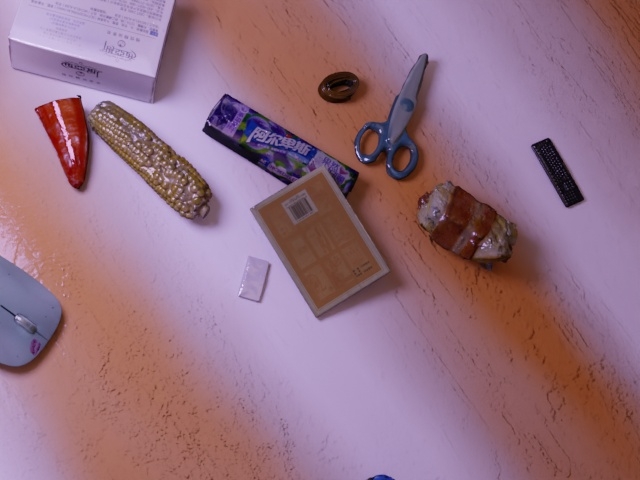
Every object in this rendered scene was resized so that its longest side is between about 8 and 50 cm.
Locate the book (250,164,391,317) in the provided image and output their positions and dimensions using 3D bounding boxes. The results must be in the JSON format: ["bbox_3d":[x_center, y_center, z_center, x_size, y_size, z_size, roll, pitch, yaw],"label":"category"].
[{"bbox_3d":[0.000,0.000,1.837,0.170,0.018,0.242,-31,89,-7],"label":"book"}]

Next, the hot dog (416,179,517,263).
[{"bbox_3d":[0.284,-0.026,1.913,0.213,0.103,0.146,38,45,5],"label":"hot dog"}]

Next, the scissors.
[{"bbox_3d":[0.168,-0.264,1.995,0.138,0.041,0.289,25,71,-7],"label":"scissors"}]

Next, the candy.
[{"bbox_3d":[-0.076,-0.169,1.887,0.312,0.061,0.088,30,65,-3],"label":"candy"}]

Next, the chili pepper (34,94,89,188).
[{"bbox_3d":[-0.462,-0.175,1.789,0.088,0.065,0.169,-15,82,-7],"label":"chili pepper"}]

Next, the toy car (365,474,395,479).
[{"bbox_3d":[0.068,0.499,1.695,0.216,0.063,0.103,-38,85,-23],"label":"toy car"}]

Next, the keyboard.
[{"bbox_3d":[0.502,-0.144,2.060,0.053,0.010,0.155,-24,79,-22],"label":"keyboard"}]

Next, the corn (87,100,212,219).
[{"bbox_3d":[-0.310,-0.150,1.805,0.288,0.086,0.086,43,67,3],"label":"corn"}]

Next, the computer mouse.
[{"bbox_3d":[-0.584,0.090,1.646,0.288,0.097,0.159,32,64,-2],"label":"computer mouse"}]

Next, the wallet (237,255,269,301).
[{"bbox_3d":[-0.125,0.071,1.819,0.044,0.011,0.083,18,68,-9],"label":"wallet"}]

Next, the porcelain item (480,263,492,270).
[{"bbox_3d":[0.351,0.023,1.952,0.036,0.028,0.083,35,65,1],"label":"porcelain item"}]

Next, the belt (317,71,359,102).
[{"bbox_3d":[0.037,-0.310,1.980,0.083,0.036,0.059,-17,83,-19],"label":"belt"}]

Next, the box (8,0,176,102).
[{"bbox_3d":[-0.427,-0.403,1.844,0.274,0.116,0.203,13,69,-11],"label":"box"}]
